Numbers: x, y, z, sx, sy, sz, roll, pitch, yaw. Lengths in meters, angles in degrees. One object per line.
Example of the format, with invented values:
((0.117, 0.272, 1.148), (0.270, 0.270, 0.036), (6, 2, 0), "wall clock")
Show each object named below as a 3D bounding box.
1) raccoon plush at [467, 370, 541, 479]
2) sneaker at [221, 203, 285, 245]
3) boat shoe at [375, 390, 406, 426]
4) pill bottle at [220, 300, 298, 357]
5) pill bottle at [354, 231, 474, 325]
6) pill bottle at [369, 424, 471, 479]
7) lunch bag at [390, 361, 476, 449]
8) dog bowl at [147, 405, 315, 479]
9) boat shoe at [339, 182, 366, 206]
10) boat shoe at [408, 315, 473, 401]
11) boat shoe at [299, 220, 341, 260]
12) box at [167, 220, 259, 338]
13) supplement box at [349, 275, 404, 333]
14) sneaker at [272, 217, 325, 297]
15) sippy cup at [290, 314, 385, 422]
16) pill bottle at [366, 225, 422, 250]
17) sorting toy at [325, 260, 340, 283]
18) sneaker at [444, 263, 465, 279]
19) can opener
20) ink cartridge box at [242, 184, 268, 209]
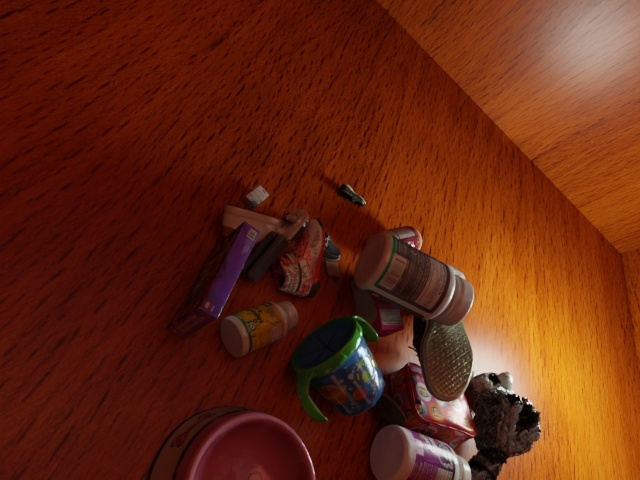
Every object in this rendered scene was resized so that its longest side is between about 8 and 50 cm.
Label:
((0.569, 0.660, 1.715), (0.446, 0.299, 0.216), (-33, 106, -14), "raccoon plush")
((-0.196, -0.028, 1.504), (0.290, 0.106, 0.123), (13, 92, -43), "sneaker")
((0.205, 0.512, 1.492), (0.178, 0.064, 0.060), (39, 16, 25), "boat shoe")
((-0.167, 0.242, 1.334), (0.208, 0.117, 0.118), (-15, 76, -43), "pill bottle")
((0.310, 0.137, 1.555), (0.361, 0.204, 0.204), (28, 51, -16), "pill bottle")
((0.313, 0.686, 1.439), (0.301, 0.169, 0.169), (29, 50, -25), "pill bottle")
((0.374, 0.544, 1.596), (0.293, 0.120, 0.258), (28, 32, -24), "lunch bag")
((-0.186, 0.589, 1.097), (0.408, 0.150, 0.408), (19, 55, -31), "dog bowl")
((0.126, -0.174, 1.874), (0.133, 0.049, 0.042), (38, 75, -26), "boat shoe")
((0.412, 0.365, 1.648), (0.186, 0.156, 0.500), (17, 34, -4), "boat shoe")
((0.000, 0.000, 1.649), (0.206, 0.065, 0.075), (36, 48, -18), "boat shoe")
((-0.283, 0.104, 1.259), (0.057, 0.201, 0.293), (37, 47, -19), "box")
((0.196, 0.221, 1.652), (0.114, 0.111, 0.220), (9, 61, -36), "supplement box")
((-0.071, 0.044, 1.516), (0.145, 0.090, 0.270), (13, 76, -32), "sneaker")
((0.068, 0.382, 1.390), (0.305, 0.240, 0.224), (-37, 105, -7), "sippy cup")
((0.289, 0.013, 1.842), (0.221, 0.121, 0.121), (-12, 74, -43), "pill bottle")
((0.044, 0.113, 1.658), (0.062, 0.012, 0.083), (14, 54, -39), "sorting toy")
((0.516, 0.131, 2.002), (0.237, 0.085, 0.086), (29, 24, -20), "sneaker")
((-0.129, 0.014, 1.456), (0.280, 0.074, 0.093), (-48, 136, -17), "can opener")
((-0.217, -0.145, 1.579), (0.048, 0.028, 0.083), (49, 45, -6), "ink cartridge box")
